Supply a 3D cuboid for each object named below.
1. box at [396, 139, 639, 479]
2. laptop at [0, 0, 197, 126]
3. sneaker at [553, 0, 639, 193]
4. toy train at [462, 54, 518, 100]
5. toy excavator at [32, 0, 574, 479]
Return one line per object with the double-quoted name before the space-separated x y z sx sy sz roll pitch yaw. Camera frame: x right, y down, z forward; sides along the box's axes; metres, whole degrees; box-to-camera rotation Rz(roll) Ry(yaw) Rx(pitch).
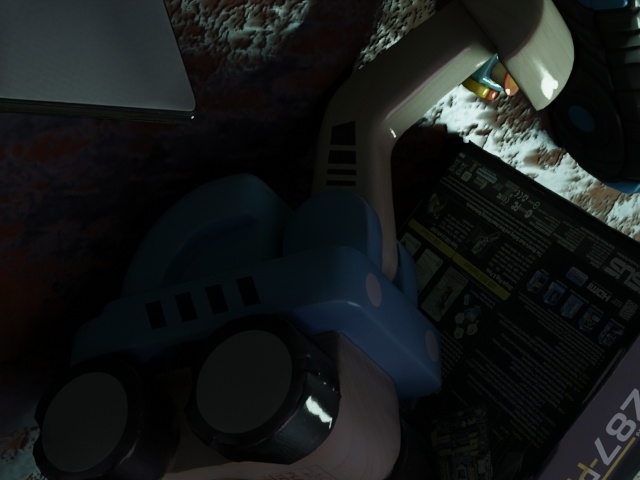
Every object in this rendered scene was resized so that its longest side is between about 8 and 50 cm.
"box" 0.143 0.106 1.267 0.097 0.395 0.318 36 93 -28
"laptop" -0.201 -0.296 0.712 0.382 0.407 0.236 -1 155 -45
"sneaker" 0.311 -0.183 1.413 0.140 0.125 0.340 -43 147 -25
"toy train" 0.178 -0.198 1.326 0.125 0.046 0.166 -35 140 -18
"toy excavator" 0.000 0.000 1.187 0.433 0.445 0.222 -15 147 24
